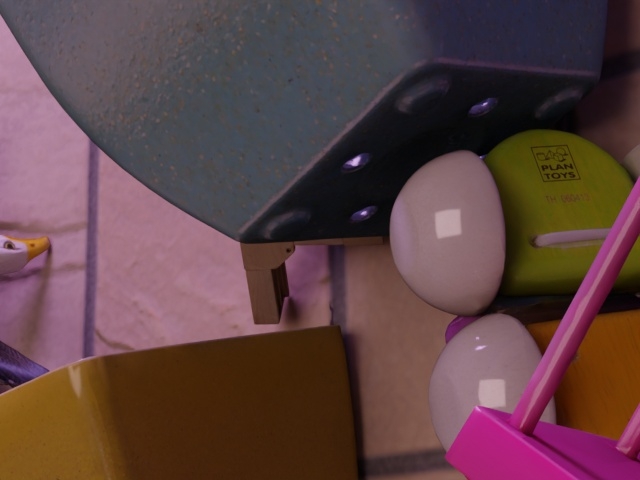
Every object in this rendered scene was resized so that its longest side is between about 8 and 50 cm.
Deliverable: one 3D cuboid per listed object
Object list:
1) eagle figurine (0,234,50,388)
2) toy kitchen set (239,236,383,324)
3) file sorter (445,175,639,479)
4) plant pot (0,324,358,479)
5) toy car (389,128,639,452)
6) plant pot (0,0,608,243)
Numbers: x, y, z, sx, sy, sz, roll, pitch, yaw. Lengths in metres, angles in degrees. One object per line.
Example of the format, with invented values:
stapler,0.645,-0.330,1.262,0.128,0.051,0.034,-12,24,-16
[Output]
eagle figurine,-0.298,0.040,0.920,0.225,0.226,0.298,-24,57,12
toy kitchen set,0.000,0.000,0.780,0.083,0.075,0.068,-1,34,8
file sorter,0.227,0.061,0.394,0.202,0.291,0.182,34,99,40
plant pot,-0.098,0.174,0.713,0.212,0.212,0.187,-25,77,34
toy car,0.113,0.041,0.611,0.136,0.159,0.182,117,144,-61
plant pot,-0.001,-0.140,0.659,0.248,0.247,0.252,-42,63,37
